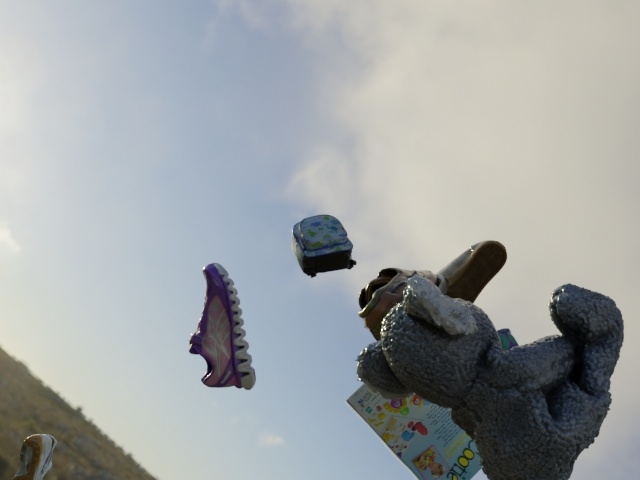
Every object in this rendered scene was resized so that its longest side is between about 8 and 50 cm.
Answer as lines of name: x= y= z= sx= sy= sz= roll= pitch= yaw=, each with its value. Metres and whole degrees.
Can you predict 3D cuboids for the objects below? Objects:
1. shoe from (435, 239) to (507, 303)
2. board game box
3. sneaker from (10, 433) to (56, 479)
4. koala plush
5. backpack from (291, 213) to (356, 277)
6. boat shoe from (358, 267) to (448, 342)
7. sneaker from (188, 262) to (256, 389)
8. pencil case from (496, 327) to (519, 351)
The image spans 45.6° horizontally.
shoe: x=0.225 y=0.082 z=1.281 sx=0.076 sy=0.219 sz=0.058 roll=42 pitch=10 yaw=-15
board game box: x=0.194 y=0.383 z=1.559 sx=0.275 sy=0.144 sz=0.142 roll=47 pitch=-10 yaw=10
sneaker: x=-0.285 y=0.234 z=0.759 sx=0.032 sy=0.083 sz=0.037 roll=21 pitch=0 yaw=16
koala plush: x=0.156 y=0.128 z=0.770 sx=0.221 sy=0.203 sz=0.196 roll=28 pitch=-43 yaw=-2
backpack: x=0.000 y=0.000 z=1.418 sx=0.114 sy=0.105 sz=0.084 roll=-124 pitch=-151 yaw=-50
boat shoe: x=0.117 y=0.082 z=1.116 sx=0.104 sy=0.110 sz=0.307 roll=34 pitch=8 yaw=1
sneaker: x=-0.188 y=0.159 z=1.355 sx=0.095 sy=0.105 sz=0.236 roll=165 pitch=-87 yaw=-77
pencil case: x=0.398 y=0.261 z=1.590 sx=0.064 sy=0.070 sz=0.151 roll=66 pitch=-1 yaw=-69
